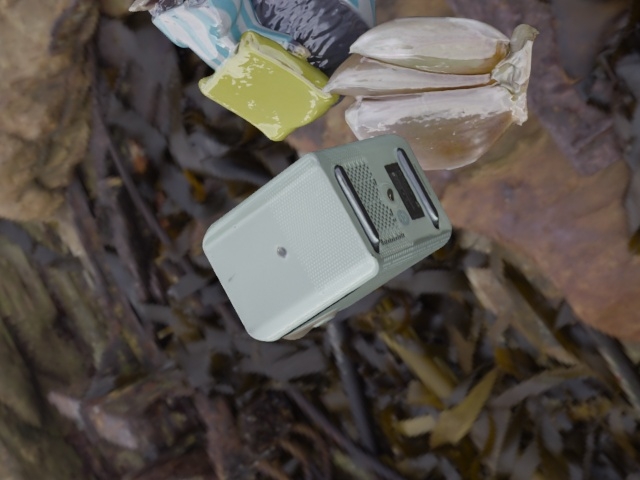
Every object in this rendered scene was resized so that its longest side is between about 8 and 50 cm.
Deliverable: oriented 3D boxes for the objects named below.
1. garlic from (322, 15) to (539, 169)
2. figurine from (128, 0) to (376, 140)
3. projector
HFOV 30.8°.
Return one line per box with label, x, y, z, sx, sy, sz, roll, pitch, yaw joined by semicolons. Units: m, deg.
garlic;0.172;-0.228;1.778;0.325;0.132;0.279;-4;130;6
figurine;-0.067;-0.411;1.908;0.266;0.378;0.361;-8;141;48
projector;0.000;0.000;1.319;0.242;0.177;0.163;-36;79;36
